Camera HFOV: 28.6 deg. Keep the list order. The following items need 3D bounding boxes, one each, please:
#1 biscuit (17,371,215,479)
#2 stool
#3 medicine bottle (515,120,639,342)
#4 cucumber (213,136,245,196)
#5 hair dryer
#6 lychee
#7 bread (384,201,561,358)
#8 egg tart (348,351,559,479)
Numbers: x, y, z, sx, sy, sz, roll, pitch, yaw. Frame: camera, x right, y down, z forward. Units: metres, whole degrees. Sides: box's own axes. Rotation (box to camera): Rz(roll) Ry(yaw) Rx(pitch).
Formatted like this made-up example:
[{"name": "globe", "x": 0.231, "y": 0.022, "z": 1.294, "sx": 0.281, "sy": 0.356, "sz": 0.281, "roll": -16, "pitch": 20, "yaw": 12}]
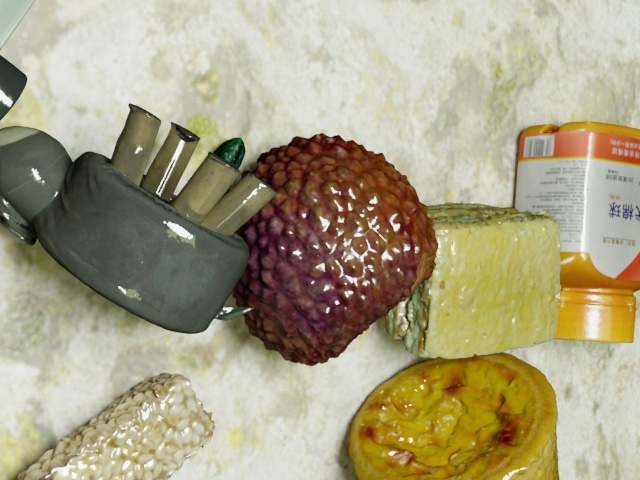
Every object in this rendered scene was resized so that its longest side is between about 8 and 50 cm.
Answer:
[{"name": "biscuit", "x": -0.168, "y": 0.175, "z": 1.021, "sx": 0.168, "sy": 0.070, "sz": 0.082, "roll": -38, "pitch": 108, "yaw": -26}, {"name": "stool", "x": -0.144, "y": -0.027, "z": 0.967, "sx": 0.228, "sy": 0.153, "sz": 0.139, "roll": 30, "pitch": 94, "yaw": -26}, {"name": "medicine bottle", "x": 0.284, "y": -0.007, "z": 1.313, "sx": 0.149, "sy": 0.112, "sz": 0.222, "roll": 5, "pitch": 88, "yaw": -35}, {"name": "cucumber", "x": -0.099, "y": -0.034, "z": 1.088, "sx": 0.032, "sy": 0.032, "sz": 0.133, "roll": 34, "pitch": 73, "yaw": -31}, {"name": "hair dryer", "x": -0.248, "y": -0.187, "z": 0.975, "sx": 0.100, "sy": 0.057, "sz": 0.198, "roll": 43, "pitch": 59, "yaw": -28}, {"name": "lychee", "x": 0.000, "y": 0.000, "z": 1.078, "sx": 0.188, "sy": 0.188, "sz": 0.188, "roll": -1, "pitch": 92, "yaw": -36}, {"name": "bread", "x": 0.142, "y": 0.035, "z": 1.205, "sx": 0.196, "sy": 0.102, "sz": 0.138, "roll": -7, "pitch": 100, "yaw": -44}, {"name": "egg tart", "x": 0.141, "y": 0.214, "z": 1.180, "sx": 0.202, "sy": 0.202, "sz": 0.147, "roll": -44, "pitch": 127, "yaw": -27}]
